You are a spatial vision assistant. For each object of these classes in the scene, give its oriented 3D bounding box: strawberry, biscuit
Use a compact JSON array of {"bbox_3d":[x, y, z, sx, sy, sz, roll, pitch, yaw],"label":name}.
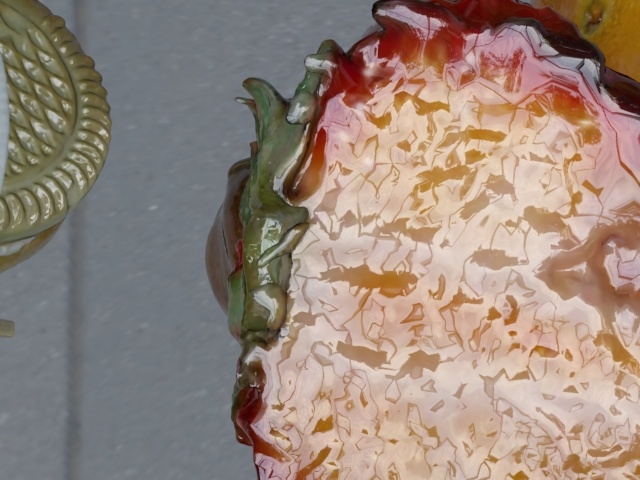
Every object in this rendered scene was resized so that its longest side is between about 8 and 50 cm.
[{"bbox_3d":[0.084,0.005,0.883,0.280,0.150,0.253,-8,97,-9],"label":"strawberry"},{"bbox_3d":[-0.272,-0.090,1.332,0.259,0.259,0.079,45,136,5],"label":"biscuit"}]

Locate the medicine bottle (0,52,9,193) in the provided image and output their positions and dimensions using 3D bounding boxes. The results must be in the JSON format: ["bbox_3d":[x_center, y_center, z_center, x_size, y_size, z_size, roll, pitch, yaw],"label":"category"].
[{"bbox_3d":[-0.312,-0.057,0.809,0.245,0.306,0.245,-4,83,38],"label":"medicine bottle"}]

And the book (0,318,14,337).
[{"bbox_3d":[-0.442,0.072,1.785,0.217,0.310,0.021,3,85,10],"label":"book"}]

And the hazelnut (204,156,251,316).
[{"bbox_3d":[0.000,0.000,1.793,0.229,0.229,0.229,2,98,15],"label":"hazelnut"}]

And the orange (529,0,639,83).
[{"bbox_3d":[0.248,-0.108,1.149,0.226,0.284,0.284,8,103,-30],"label":"orange"}]
